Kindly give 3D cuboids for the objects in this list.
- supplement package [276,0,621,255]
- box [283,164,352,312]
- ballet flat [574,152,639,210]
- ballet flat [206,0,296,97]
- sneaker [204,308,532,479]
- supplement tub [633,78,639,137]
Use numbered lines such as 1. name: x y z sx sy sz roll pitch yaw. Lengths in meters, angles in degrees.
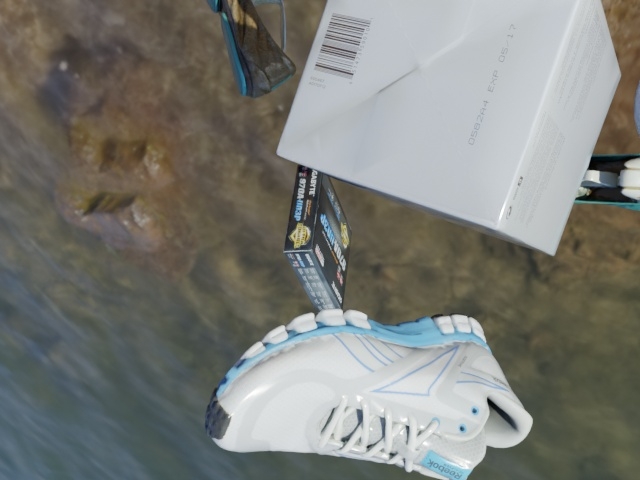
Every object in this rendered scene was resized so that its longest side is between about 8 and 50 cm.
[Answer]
1. supplement package: 0.130 -0.118 0.672 0.198 0.262 0.199 21 94 26
2. box: 0.000 0.000 1.288 0.051 0.175 0.220 -2 147 16
3. ballet flat: 0.404 -0.080 1.013 0.247 0.087 0.083 3 97 47
4. ballet flat: -0.130 -0.405 1.258 0.116 0.124 0.342 120 129 -72
5. sneaker: 0.037 0.083 0.365 0.083 0.190 0.071 52 129 38
6. supplement tub: 0.617 -0.204 1.078 0.207 0.338 0.207 13 108 43
